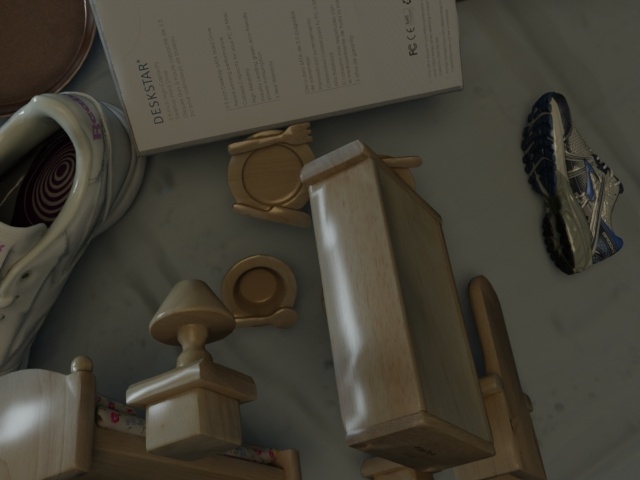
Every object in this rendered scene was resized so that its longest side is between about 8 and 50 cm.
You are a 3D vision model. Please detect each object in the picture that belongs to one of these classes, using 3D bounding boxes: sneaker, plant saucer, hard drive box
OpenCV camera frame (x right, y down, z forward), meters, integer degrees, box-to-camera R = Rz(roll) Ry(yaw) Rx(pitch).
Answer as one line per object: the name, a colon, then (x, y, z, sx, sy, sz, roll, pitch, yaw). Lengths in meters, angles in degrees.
sneaker: (-0.237, 0.025, 0.531, 0.114, 0.152, 0.305, 31, 89, -1)
plant saucer: (-0.250, -0.173, 0.603, 0.168, 0.029, 0.168, 0, 88, 0)
hard drive box: (-0.033, -0.175, 0.535, 0.232, 0.089, 0.181, -11, 117, -2)
sneaker: (0.192, -0.046, 0.592, 0.058, 0.052, 0.135, -13, 94, -11)

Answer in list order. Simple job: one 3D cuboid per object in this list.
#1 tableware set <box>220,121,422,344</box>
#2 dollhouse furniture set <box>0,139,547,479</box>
tableware set: (0.000, 0.000, 0.563, 0.141, 0.020, 0.168, 1, 110, -12)
dollhouse furniture set: (-0.074, 0.102, 0.545, 0.355, 0.303, 0.174, -23, 57, 24)
